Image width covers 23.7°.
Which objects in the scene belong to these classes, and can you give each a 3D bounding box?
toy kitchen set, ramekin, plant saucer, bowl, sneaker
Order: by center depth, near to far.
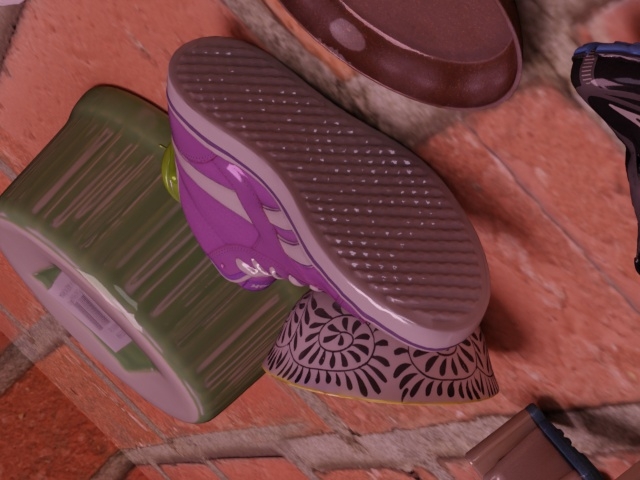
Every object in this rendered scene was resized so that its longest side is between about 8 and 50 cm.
[{"bbox_3d":[0.173,-0.014,0.693,0.188,0.078,0.067,52,160,-22],"label":"sneaker"},{"bbox_3d":[0.036,-0.132,0.778,0.168,0.029,0.168,30,159,13],"label":"plant saucer"},{"bbox_3d":[0.001,-0.001,1.015,0.282,0.102,0.161,46,148,30],"label":"sneaker"},{"bbox_3d":[0.046,0.058,1.078,0.170,0.080,0.170,5,-174,-1],"label":"bowl"},{"bbox_3d":[0.217,0.205,1.081,0.166,0.122,0.207,52,180,-24],"label":"toy kitchen set"},{"bbox_3d":[-0.153,0.024,1.360,0.303,0.148,0.303,39,161,16],"label":"ramekin"}]

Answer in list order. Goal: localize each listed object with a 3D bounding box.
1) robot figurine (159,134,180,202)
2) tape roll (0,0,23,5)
[{"bbox_3d":[-0.076,-0.049,1.165,0.115,0.067,0.101,26,175,43],"label":"robot figurine"},{"bbox_3d":[-0.249,-0.287,0.962,0.286,0.100,0.286,38,161,16],"label":"tape roll"}]
